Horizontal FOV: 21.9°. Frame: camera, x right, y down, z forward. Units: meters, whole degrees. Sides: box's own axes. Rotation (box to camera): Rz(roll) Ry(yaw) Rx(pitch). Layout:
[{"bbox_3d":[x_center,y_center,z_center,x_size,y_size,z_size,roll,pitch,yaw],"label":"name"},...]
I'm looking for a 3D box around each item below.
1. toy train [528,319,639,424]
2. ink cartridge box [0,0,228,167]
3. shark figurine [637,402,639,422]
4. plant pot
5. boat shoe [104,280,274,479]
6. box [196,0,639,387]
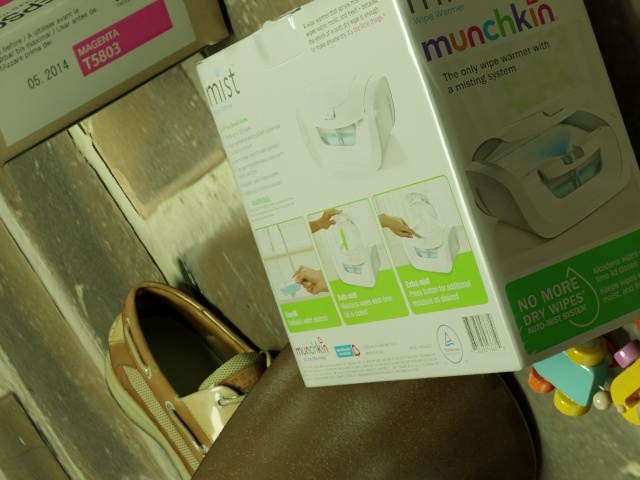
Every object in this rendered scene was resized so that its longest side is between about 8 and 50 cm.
[{"bbox_3d":[0.186,0.053,1.036,0.166,0.046,0.125,-6,107,56],"label":"toy train"},{"bbox_3d":[-0.219,-0.148,1.228,0.193,0.234,0.088,14,130,48],"label":"ink cartridge box"},{"bbox_3d":[0.306,0.186,0.903,0.278,0.116,0.166,14,153,36],"label":"shark figurine"},{"bbox_3d":[0.003,0.183,1.211,0.215,0.230,0.215,35,147,27],"label":"plant pot"},{"bbox_3d":[-0.074,0.152,1.416,0.324,0.122,0.120,37,141,29],"label":"boat shoe"},{"bbox_3d":[0.056,-0.041,0.995,0.262,0.126,0.231,-16,93,63],"label":"box"}]
